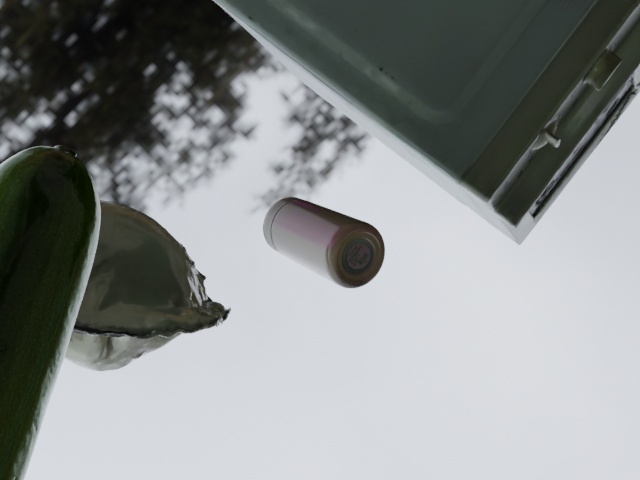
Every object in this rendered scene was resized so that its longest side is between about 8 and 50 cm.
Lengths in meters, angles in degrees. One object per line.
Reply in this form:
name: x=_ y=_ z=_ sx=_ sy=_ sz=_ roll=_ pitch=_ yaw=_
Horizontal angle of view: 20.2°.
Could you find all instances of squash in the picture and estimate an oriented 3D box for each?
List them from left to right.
squash: x=-0.221 y=0.108 z=1.112 sx=0.101 sy=0.101 sz=0.378 roll=27 pitch=-116 yaw=-29

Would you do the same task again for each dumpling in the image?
dumpling: x=-0.195 y=0.045 z=1.528 sx=0.247 sy=0.142 sz=0.172 roll=15 pitch=-165 yaw=-10

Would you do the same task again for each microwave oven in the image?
microwave oven: x=0.108 y=-0.168 z=1.388 sx=0.286 sy=0.218 sz=0.355 roll=39 pitch=-177 yaw=12

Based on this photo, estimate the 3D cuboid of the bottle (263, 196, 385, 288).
bottle: x=0.000 y=0.000 z=1.198 sx=0.045 sy=0.096 sz=0.045 roll=-9 pitch=-72 yaw=-31
